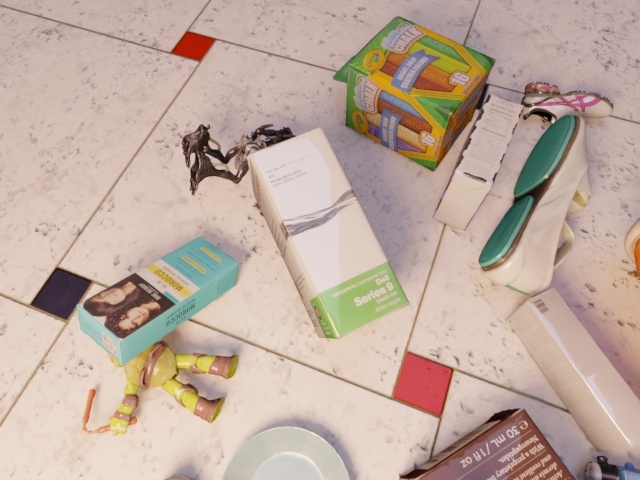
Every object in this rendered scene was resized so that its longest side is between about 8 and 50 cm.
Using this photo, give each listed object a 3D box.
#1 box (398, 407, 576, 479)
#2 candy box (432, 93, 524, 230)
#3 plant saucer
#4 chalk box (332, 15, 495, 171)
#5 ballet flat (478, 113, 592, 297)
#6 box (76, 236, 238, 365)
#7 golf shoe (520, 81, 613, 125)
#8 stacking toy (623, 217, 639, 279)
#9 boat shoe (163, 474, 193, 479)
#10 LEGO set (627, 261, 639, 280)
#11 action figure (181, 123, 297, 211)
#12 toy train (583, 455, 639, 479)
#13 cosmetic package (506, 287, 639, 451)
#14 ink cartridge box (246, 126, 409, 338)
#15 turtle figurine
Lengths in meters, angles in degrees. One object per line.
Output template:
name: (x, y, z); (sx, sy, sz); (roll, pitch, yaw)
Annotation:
box: (0.286, 0.439, 0.596); (0.191, 0.143, 0.381); (-28, 68, -13)
candy box: (0.292, -0.143, 0.875); (0.070, 0.164, 0.196); (24, 65, 11)
plant saucer: (-0.051, 0.379, 0.687); (0.195, 0.037, 0.194); (-1, 62, 1)
chalk box: (0.165, -0.313, 0.956); (0.289, 0.179, 0.180); (32, 68, 16)
ballet flat: (0.421, -0.062, 0.864); (0.139, 0.139, 0.400); (28, 65, 14)
box: (-0.255, 0.087, 0.766); (0.101, 0.060, 0.244); (31, 41, 20)
golf shoe: (0.526, -0.280, 1.006); (0.186, 0.067, 0.085); (12, 91, 7)
stacking toy: (0.602, 0.192, 0.627); (0.351, 0.350, 0.479); (14, 73, 8)
boat shoe: (-0.200, 0.460, 0.619); (0.096, 0.088, 0.267); (-1, 63, 0)
LEGO set: (0.597, 0.036, 0.857); (0.054, 0.023, 0.083); (13, 64, 7)
action figure: (-0.122, -0.149, 0.907); (0.276, 0.141, 0.164); (-4, 51, -31)
toy train: (0.461, 0.373, 0.661); (0.184, 0.080, 0.105); (9, 55, 7)
cosmetic package: (0.402, 0.201, 0.737); (0.061, 0.099, 0.239); (-22, 65, -13)
ink cartridge box: (0.000, 0.000, 0.740); (0.122, 0.211, 0.289); (-24, 83, -10)
turtle figurine: (-0.250, 0.193, 0.755); (0.218, 0.087, 0.269); (15, 60, 6)
